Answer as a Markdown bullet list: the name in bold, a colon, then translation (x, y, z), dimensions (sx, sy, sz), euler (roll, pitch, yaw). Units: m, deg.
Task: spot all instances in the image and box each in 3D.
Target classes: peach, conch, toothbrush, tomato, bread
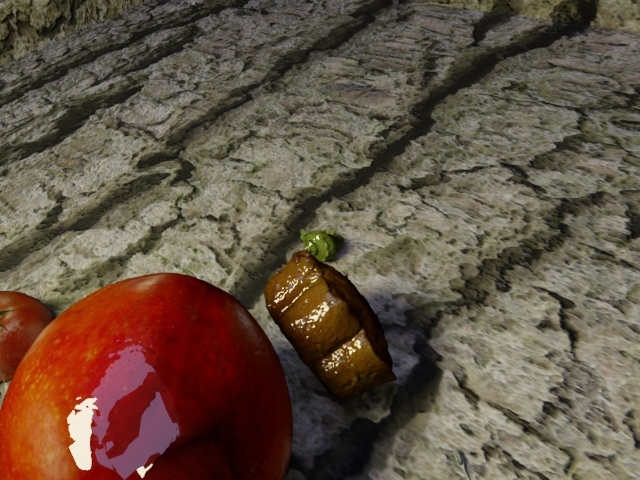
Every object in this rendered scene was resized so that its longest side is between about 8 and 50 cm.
- **peach**: translation (-0.209, 0.233, 0.797), dimensions (0.389, 0.388, 0.388), euler (-6, 39, 5)
- **conch**: translation (0.000, 0.000, 1.285), dimensions (0.089, 0.074, 0.121), euler (41, 35, 20)
- **toothbrush**: translation (0.209, 0.348, 0.856), dimensions (0.011, 0.014, 0.167), euler (-27, 39, 7)
- **tomato**: translation (-0.622, 0.171, 1.217), dimensions (0.225, 0.085, 0.225), euler (-5, 37, 3)
- **bread**: translation (0.020, 0.133, 0.988), dimensions (0.135, 0.246, 0.232), euler (-37, 34, -6)
